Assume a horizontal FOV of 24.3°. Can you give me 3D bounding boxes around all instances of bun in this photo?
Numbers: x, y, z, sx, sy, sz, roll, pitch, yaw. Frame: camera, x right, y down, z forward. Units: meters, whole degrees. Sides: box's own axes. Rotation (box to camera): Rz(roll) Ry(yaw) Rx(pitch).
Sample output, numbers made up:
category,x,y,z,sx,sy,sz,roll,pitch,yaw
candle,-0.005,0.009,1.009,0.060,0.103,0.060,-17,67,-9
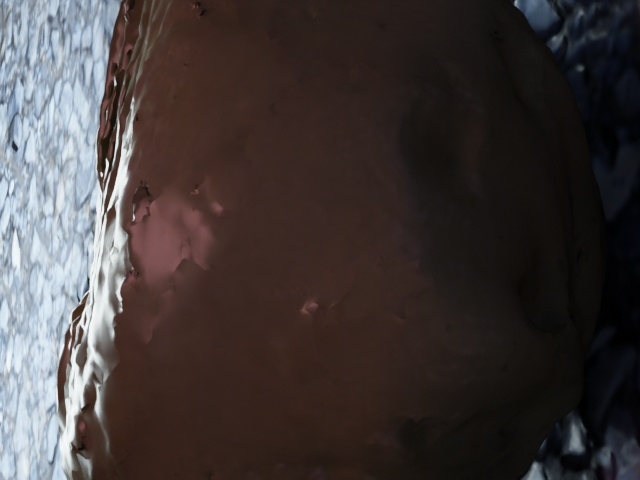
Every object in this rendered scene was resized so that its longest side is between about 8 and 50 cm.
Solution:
category,x,y,z,sx,sy,sz,roll,pitch,yaw
bun,0.000,0.000,0.701,0.362,0.234,0.326,123,150,-71
